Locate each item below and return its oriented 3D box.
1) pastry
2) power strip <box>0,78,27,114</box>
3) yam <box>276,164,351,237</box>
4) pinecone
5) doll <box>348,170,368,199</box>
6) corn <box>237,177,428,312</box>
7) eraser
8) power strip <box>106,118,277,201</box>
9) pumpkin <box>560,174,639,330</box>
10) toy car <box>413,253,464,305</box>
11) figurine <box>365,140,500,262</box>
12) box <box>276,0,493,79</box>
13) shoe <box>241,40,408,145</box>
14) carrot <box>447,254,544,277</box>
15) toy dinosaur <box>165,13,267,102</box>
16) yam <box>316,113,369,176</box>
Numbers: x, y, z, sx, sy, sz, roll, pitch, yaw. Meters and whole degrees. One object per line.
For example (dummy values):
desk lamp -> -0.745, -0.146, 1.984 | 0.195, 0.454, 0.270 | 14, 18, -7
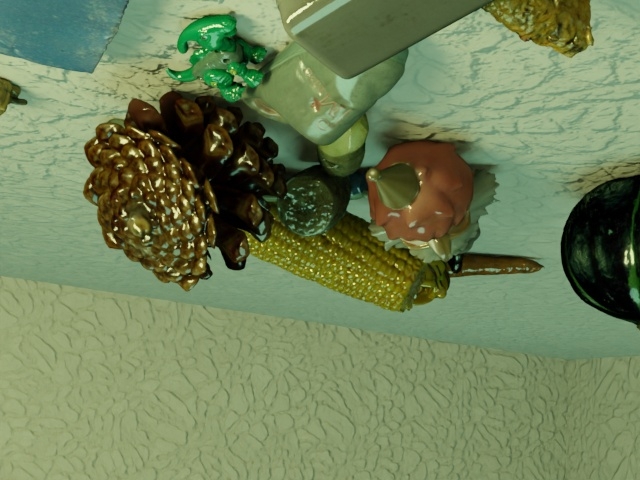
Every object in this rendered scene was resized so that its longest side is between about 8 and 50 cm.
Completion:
pastry -> 0.172, -0.206, 0.687 | 0.140, 0.080, 0.056 | 12, 177, -29
power strip -> -0.511, -0.211, 1.033 | 0.305, 0.044, 0.064 | 16, 163, -40
yam -> -0.011, -0.059, 1.224 | 0.107, 0.107, 0.183 | 4, -172, 8
pinecone -> -0.163, -0.067, 1.088 | 0.264, 0.264, 0.264 | 5, 167, 1
doll -> 0.064, -0.086, 1.327 | 0.083, 0.051, 0.076 | -2, -176, 23
corn -> 0.000, 0.000, 1.386 | 0.387, 0.144, 0.144 | 23, 166, -4
eraser -> -0.259, -0.240, 0.798 | 0.144, 0.043, 0.312 | 11, 166, -23
power strip -> -0.186, -0.104, 1.253 | 0.288, 0.093, 0.053 | 10, 164, -21
pumpkin -> 0.513, 0.032, 1.234 | 0.315, 0.239, 0.315 | 9, 171, 1
toy car -> 0.188, 0.061, 1.701 | 0.200, 0.142, 0.248 | 4, 165, 10
figurine -> 0.154, -0.049, 1.196 | 0.207, 0.166, 0.387 | -17, 166, 13
box -> 0.089, -0.205, 0.601 | 0.243, 0.055, 0.103 | -25, 151, 25
shoe -> -0.005, -0.158, 0.927 | 0.103, 0.100, 0.251 | 15, 167, -32
carrot -> 0.372, 0.055, 1.817 | 0.224, 0.057, 0.057 | 0, 167, 9
toy dinosaur -> -0.118, -0.200, 0.910 | 0.132, 0.059, 0.096 | -18, 146, 41
yam -> 0.026, -0.130, 1.103 | 0.069, 0.070, 0.146 | 5, 168, 2
